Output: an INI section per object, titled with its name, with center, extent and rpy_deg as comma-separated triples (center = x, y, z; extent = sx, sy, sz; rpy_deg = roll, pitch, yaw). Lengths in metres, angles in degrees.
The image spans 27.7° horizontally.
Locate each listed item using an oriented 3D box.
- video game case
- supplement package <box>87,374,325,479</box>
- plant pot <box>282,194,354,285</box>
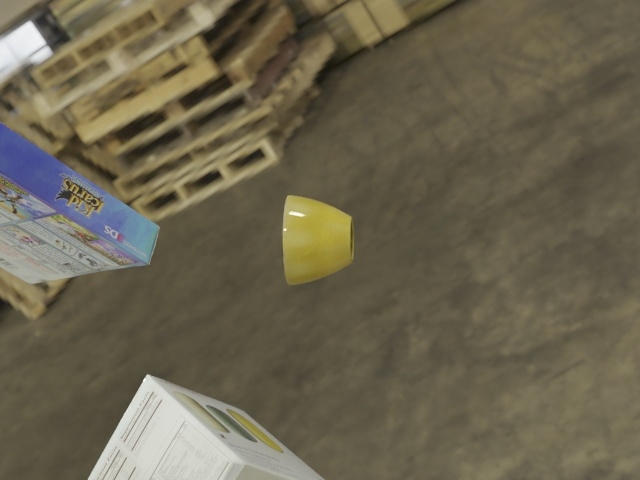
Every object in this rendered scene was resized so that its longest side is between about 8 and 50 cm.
[video game case]
center = -0.378, -0.040, 1.605
extent = 0.244, 0.269, 0.061
rpy_deg = -8, 57, 41
[supplement package]
center = -0.150, 0.345, 1.759
extent = 0.262, 0.199, 0.198
rpy_deg = 31, 92, 48
[plant pot]
center = 0.000, 0.000, 1.922
extent = 0.095, 0.134, 0.134
rpy_deg = 0, 25, 7
